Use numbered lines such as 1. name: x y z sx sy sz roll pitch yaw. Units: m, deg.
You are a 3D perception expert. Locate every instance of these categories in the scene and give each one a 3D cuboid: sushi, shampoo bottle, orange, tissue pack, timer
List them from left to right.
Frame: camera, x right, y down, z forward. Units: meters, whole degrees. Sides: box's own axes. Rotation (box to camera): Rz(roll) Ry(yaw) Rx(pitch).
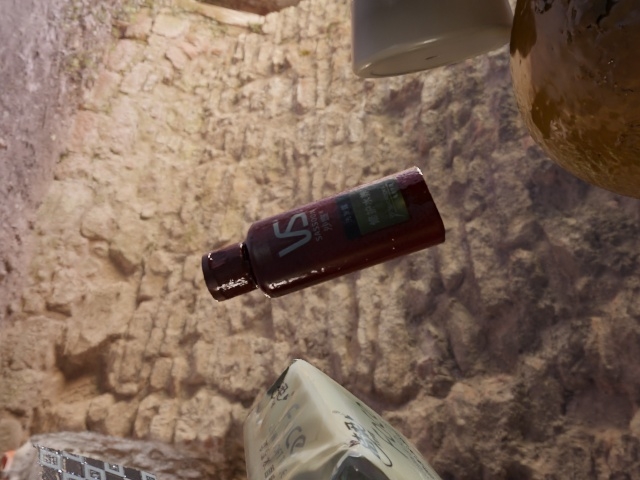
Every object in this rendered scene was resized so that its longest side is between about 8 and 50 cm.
1. sushi: -0.286 0.344 0.684 0.031 0.201 0.139 -52 -141 -2
2. shampoo bottle: 0.000 0.000 0.692 0.076 0.314 0.118 63 10 -60
3. tissue pack: 0.061 0.388 0.788 0.205 0.332 0.405 -51 -169 -6
4. timer: 0.095 -0.323 0.547 0.175 0.175 0.266 -136 -146 -80
5. orange: 0.280 -0.159 0.397 0.274 0.274 0.274 -168 -90 -82
